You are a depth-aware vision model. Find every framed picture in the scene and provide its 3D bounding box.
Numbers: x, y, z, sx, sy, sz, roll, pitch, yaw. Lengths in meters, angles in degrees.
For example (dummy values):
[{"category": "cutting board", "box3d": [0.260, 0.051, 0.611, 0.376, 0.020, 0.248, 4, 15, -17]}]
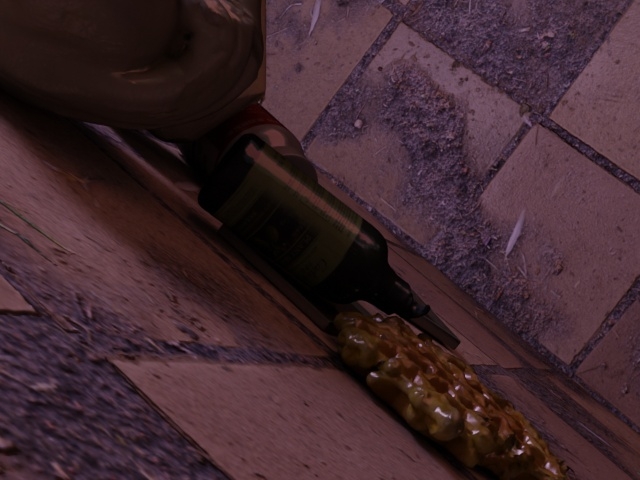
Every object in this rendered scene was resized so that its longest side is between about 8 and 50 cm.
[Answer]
[{"category": "framed picture", "box3d": [0.057, 0.039, 1.836, 0.335, 0.022, 0.247, 35, 7, -27]}, {"category": "framed picture", "box3d": [-0.003, 0.062, 1.366, 0.184, 0.016, 0.250, 41, 8, 25]}]

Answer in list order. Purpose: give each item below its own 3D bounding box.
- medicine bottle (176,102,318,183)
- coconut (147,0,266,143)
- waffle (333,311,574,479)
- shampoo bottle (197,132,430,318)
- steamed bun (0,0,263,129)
[{"category": "medicine bottle", "box3d": [-0.106, -0.121, 1.574, 0.131, 0.131, 0.250, 33, 9, -40]}, {"category": "coconut", "box3d": [-0.181, -0.245, 1.470, 0.239, 0.244, 0.239, 1, 18, 0]}, {"category": "waffle", "box3d": [0.137, 0.171, 1.194, 0.281, 0.058, 0.300, 40, 8, 31]}, {"category": "shampoo bottle", "box3d": [0.000, 0.000, 1.290, 0.283, 0.101, 0.101, 37, 6, -11]}, {"category": "steamed bun", "box3d": [-0.240, -0.251, 1.197, 0.342, 0.255, 0.368, 31, 27, -23]}]
